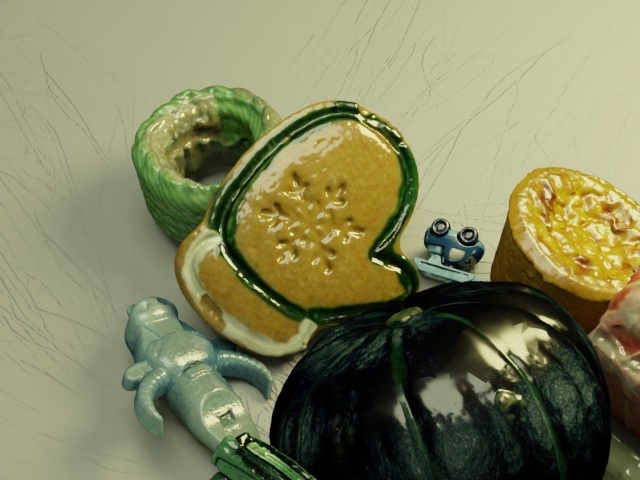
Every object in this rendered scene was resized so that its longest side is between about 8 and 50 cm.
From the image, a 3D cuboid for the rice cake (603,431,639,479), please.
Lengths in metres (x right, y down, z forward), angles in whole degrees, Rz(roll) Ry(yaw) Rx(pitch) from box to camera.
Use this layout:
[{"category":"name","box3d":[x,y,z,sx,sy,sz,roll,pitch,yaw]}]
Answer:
[{"category":"rice cake","box3d":[0.372,0.280,1.411,0.052,0.057,0.256,-35,54,-22]}]

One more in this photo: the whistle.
[{"category":"whistle","box3d":[-0.163,0.166,1.562,0.180,0.093,0.269,-16,46,-39]}]

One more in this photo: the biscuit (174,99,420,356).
[{"category":"biscuit","box3d":[0.000,0.000,1.609,0.287,0.057,0.344,42,83,-4]}]

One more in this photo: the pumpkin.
[{"category":"pumpkin","box3d":[0.121,0.198,1.346,0.363,0.266,0.363,-22,13,5]}]

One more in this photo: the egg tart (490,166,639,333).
[{"category":"egg tart","box3d":[0.294,0.030,1.548,0.202,0.147,0.203,11,48,-13]}]

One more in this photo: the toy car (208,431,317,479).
[{"category":"toy car","box3d":[-0.066,0.338,1.274,0.141,0.321,0.097,32,36,29]}]

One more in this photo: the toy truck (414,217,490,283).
[{"category":"toy truck","box3d":[0.193,0.024,1.651,0.136,0.063,0.074,15,76,20]}]

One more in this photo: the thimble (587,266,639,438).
[{"category":"thimble","box3d":[0.415,0.122,1.432,0.239,0.239,0.162,-33,54,-18]}]

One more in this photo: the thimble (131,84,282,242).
[{"category":"thimble","box3d":[-0.139,-0.093,1.736,0.218,0.150,0.219,-5,49,5]}]
